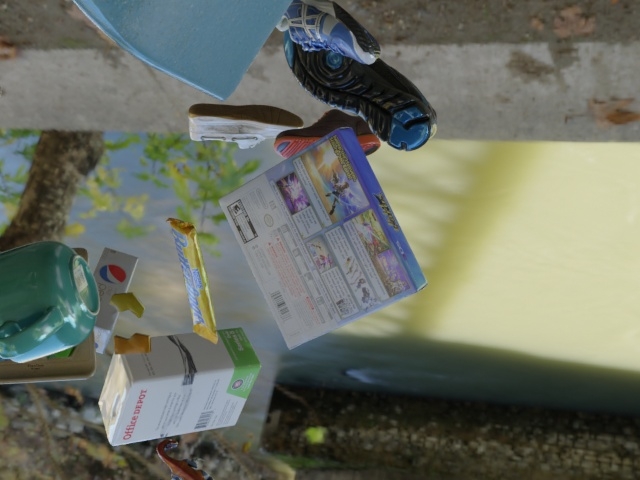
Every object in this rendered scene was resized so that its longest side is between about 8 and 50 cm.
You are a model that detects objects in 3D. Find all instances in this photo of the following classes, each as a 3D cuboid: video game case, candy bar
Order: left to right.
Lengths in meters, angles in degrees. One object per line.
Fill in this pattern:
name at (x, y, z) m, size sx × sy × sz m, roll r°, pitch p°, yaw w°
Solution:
candy bar at (-0.137, 0.043, 0.849) m, size 0.040 × 0.018 × 0.162 m, roll 23°, pitch 134°, yaw 36°
video game case at (0.000, 0.000, 1.217) m, size 0.244 × 0.270 × 0.061 m, roll -27°, pitch 177°, yaw 28°

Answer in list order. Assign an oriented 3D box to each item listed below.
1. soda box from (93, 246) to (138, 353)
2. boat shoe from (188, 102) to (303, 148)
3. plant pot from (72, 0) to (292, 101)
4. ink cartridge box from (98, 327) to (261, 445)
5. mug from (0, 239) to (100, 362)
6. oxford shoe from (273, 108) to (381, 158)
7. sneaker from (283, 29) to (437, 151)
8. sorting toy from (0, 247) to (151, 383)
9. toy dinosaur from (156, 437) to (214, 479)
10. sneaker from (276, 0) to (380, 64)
soda box at (-0.419, 0.111, 1.519) m, size 0.073 × 0.216 × 0.069 m, roll 19°, pitch 126°, yaw -11°
boat shoe at (-0.181, -0.270, 1.898) m, size 0.276 × 0.098 × 0.096 m, roll 4°, pitch 123°, yaw -6°
plant pot at (-0.190, -0.346, 0.881) m, size 0.252 × 0.247 × 0.248 m, roll 6°, pitch 127°, yaw -54°
ink cartridge box at (-0.284, 0.290, 1.569) m, size 0.272 × 0.115 × 0.198 m, roll -1°, pitch 132°, yaw -34°
mug at (-0.312, 0.076, 0.897) m, size 0.097 × 0.158 × 0.129 m, roll -18°, pitch 147°, yaw 0°
oxford shoe at (0.006, -0.231, 1.712) m, size 0.271 × 0.099 × 0.097 m, roll -5°, pitch 160°, yaw -39°
sneaker at (0.074, -0.293, 1.463) m, size 0.341 × 0.139 × 0.125 m, roll 43°, pitch 116°, yaw 5°
sorting toy at (-0.454, 0.129, 1.355) m, size 0.307 × 0.229 × 0.041 m, roll -3°, pitch -179°, yaw -2°
toy dinosaur at (-0.133, 0.236, 0.807) m, size 0.082 × 0.047 × 0.090 m, roll 46°, pitch 142°, yaw -5°
sneaker at (0.009, -0.305, 1.147) m, size 0.211 × 0.081 × 0.080 m, roll 46°, pitch -169°, yaw 37°
